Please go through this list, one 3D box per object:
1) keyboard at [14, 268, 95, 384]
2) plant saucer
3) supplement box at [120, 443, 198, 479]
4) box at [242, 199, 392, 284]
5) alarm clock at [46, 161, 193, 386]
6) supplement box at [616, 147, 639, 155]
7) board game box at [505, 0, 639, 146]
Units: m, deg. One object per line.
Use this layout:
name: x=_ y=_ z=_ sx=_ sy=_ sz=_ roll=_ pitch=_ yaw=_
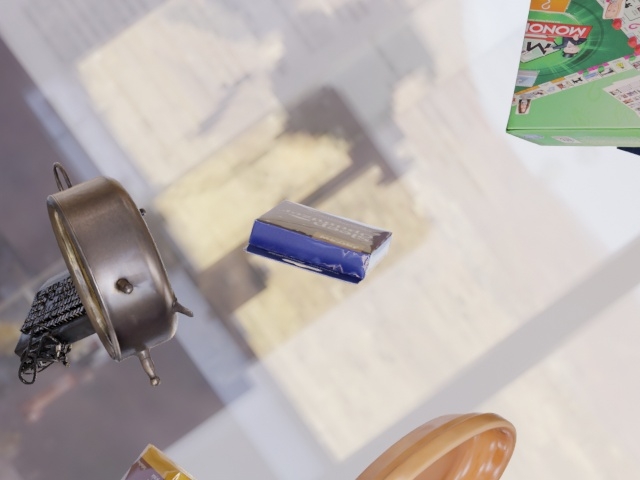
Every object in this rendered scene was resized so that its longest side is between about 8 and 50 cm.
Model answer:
keyboard: x=-0.211 y=0.056 z=1.577 sx=0.038 sy=0.100 sz=0.192 roll=22 pitch=-22 yaw=-22
plant saucer: x=0.060 y=0.195 z=1.430 sx=0.037 sy=0.200 sz=0.200 roll=44 pitch=-1 yaw=22
supplement box: x=-0.148 y=0.350 z=2.015 sx=0.194 sy=0.191 sz=0.129 roll=41 pitch=-7 yaw=-19
box: x=0.000 y=0.000 z=2.230 sx=0.136 sy=0.036 sz=0.225 roll=17 pitch=12 yaw=7
alarm clock: x=-0.156 y=0.006 z=1.433 sx=0.192 sy=0.064 sz=0.129 roll=53 pitch=-18 yaw=39
supplement box: x=0.315 y=-0.113 z=1.740 sx=0.083 sy=0.083 sz=0.056 roll=-3 pitch=18 yaw=-44
board game box: x=0.274 y=-0.169 z=1.323 sx=0.046 sy=0.213 sz=0.317 roll=17 pitch=-9 yaw=-43
